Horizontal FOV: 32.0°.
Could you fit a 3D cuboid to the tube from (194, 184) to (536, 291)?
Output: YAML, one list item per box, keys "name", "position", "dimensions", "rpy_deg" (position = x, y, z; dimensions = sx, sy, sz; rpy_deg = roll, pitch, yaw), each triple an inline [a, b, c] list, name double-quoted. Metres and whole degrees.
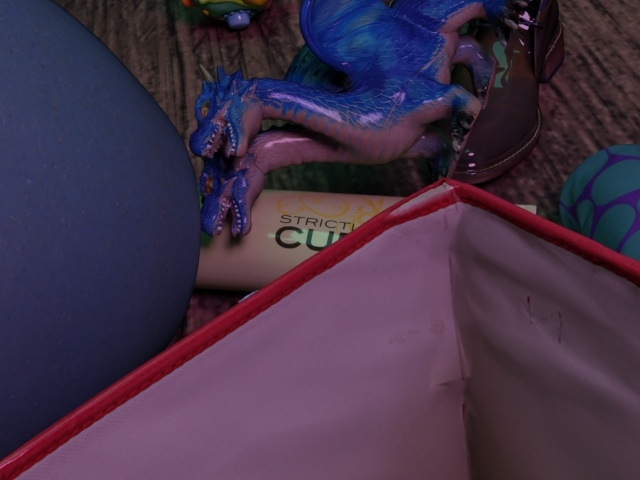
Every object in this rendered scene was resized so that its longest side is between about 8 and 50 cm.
- name: "tube"
  position: [0.000, 0.000, 0.635]
  dimensions: [0.240, 0.062, 0.070]
  rpy_deg: [4, 80, 12]

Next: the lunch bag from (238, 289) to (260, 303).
- name: "lunch bag"
  position: [-0.004, 0.065, 0.529]
  dimensions: [0.053, 0.071, 0.083]
  rpy_deg: [-32, 40, -26]

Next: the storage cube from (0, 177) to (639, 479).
- name: "storage cube"
  position: [0.044, 0.129, 0.323]
  dimensions: [0.215, 0.193, 0.184]
  rpy_deg: [-34, 42, -29]

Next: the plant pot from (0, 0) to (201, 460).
- name: "plant pot"
  position: [-0.174, -0.006, 0.535]
  dimensions: [0.195, 0.290, 0.290]
  rpy_deg: [2, 24, -38]

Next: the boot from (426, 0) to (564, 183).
- name: "boot"
  position: [0.113, -0.131, 0.744]
  dimensions: [0.082, 0.106, 0.219]
  rpy_deg: [5, 37, 20]

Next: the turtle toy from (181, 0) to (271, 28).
- name: "turtle toy"
  position: [-0.072, -0.227, 0.959]
  dimensions: [0.095, 0.066, 0.130]
  rpy_deg: [27, 42, 9]

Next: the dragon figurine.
- name: "dragon figurine"
  position: [0.031, -0.114, 0.633]
  dimensions: [0.144, 0.085, 0.289]
  rpy_deg: [24, 61, 6]

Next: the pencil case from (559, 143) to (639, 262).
- name: "pencil case"
  position: [0.164, 0.009, 0.558]
  dimensions: [0.065, 0.070, 0.151]
  rpy_deg: [22, 24, -8]
